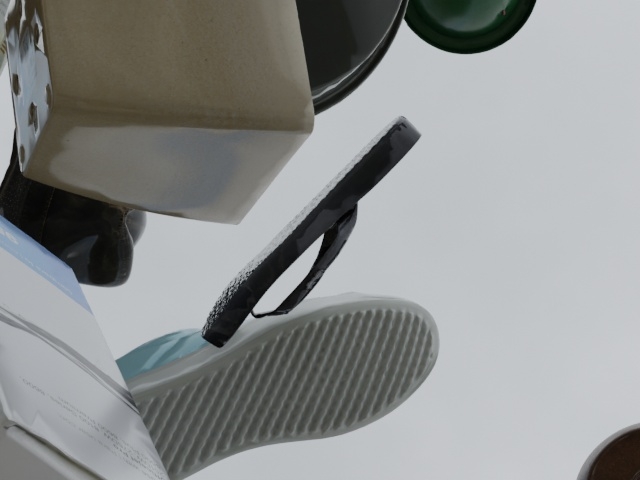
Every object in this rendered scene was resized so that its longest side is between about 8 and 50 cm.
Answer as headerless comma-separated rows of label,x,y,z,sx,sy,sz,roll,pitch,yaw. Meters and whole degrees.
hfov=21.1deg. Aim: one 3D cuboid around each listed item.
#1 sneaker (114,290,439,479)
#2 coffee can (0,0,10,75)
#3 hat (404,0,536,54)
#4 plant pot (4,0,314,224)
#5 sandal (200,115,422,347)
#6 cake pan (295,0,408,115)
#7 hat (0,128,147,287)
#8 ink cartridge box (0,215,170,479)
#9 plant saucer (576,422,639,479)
sneaker,-0.077,0.116,1.581,0.150,0.365,0.135,-136,-145,-61
coffee can,-0.408,-0.204,1.706,0.201,0.201,0.275,-7,-123,55
hat,0.166,-0.296,1.926,0.183,0.172,0.209,-77,168,-73
plant pot,-0.072,-0.073,0.692,0.109,0.096,0.109,133,-49,-61
sandal,0.001,0.000,1.442,0.054,0.254,0.097,46,-9,-6
cake pan,-0.053,-0.238,1.396,0.054,0.293,0.293,-178,-105,-71
hat,-0.242,-0.027,1.776,0.134,0.331,0.331,19,-54,6
ink cartridge box,-0.277,0.162,1.167,0.285,0.166,0.395,-46,-149,5
plant saucer,0.327,0.246,1.678,0.168,0.168,0.029,44,-9,36
